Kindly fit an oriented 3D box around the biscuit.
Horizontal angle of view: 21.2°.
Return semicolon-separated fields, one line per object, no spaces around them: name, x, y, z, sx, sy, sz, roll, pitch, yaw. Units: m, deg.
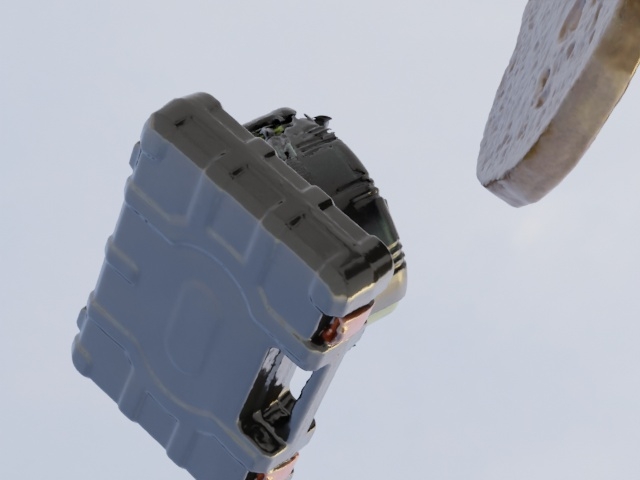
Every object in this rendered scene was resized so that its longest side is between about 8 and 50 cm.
biscuit;0.187;-0.151;1.188;0.049;0.273;0.257;23;-117;-9

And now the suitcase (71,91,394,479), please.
suitcase;-0.073;0.052;1.243;0.206;0.285;0.066;41;-134;18

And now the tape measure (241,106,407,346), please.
tape measure;0.000;0.000;1.431;0.112;0.199;0.186;-25;-145;-14
